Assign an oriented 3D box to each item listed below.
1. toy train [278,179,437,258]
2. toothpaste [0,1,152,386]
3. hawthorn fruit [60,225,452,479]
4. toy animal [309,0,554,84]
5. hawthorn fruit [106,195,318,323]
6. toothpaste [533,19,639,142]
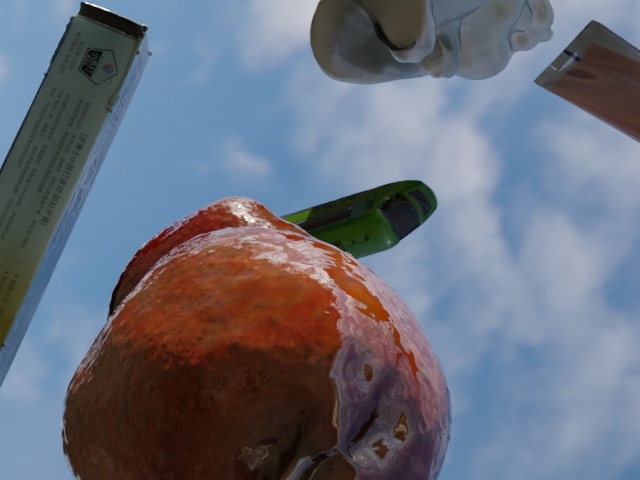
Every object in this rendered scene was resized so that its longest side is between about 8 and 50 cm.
[{"bbox_3d":[0.000,0.000,1.573,0.209,0.044,0.042,-17,-143,29],"label":"toy train"},{"bbox_3d":[-0.228,-0.038,1.518,0.089,0.071,0.312,102,10,-77],"label":"toothpaste"},{"bbox_3d":[-0.026,0.105,0.998,0.262,0.211,0.210,-134,-119,-73],"label":"hawthorn fruit"},{"bbox_3d":[0.094,-0.233,1.645,0.174,0.289,0.249,33,-111,25],"label":"toy animal"},{"bbox_3d":[-0.075,0.063,1.326,0.188,0.169,0.169,-45,-162,-29],"label":"hawthorn fruit"},{"bbox_3d":[0.228,-0.066,1.151,0.194,0.067,0.043,35,-28,16],"label":"toothpaste"}]
